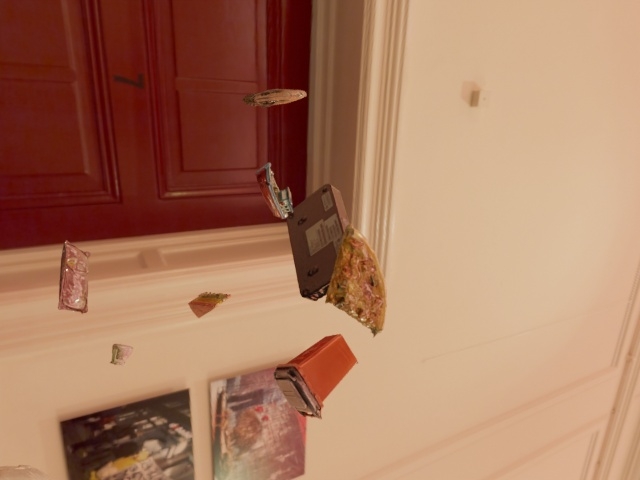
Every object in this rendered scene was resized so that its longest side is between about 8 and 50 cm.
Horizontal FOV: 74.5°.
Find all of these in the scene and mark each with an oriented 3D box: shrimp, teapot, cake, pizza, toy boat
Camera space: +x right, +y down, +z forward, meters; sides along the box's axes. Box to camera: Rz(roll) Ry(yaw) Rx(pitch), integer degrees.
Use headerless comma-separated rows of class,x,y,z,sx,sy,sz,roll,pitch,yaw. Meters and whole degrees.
shrimp,-0.165,-0.461,1.354,0.251,0.143,0.052,0,-73,31
teapot,-0.641,0.365,1.342,0.083,0.064,0.064,90,11,-76
cake,-0.493,0.296,1.907,0.225,0.109,0.090,-6,-71,44
pizza,0.091,0.107,1.018,0.058,0.197,0.292,-8,-83,46
toy boat,-0.113,-0.126,1.069,0.173,0.058,0.069,67,9,-46

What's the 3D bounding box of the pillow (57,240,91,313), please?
pillow,-0.667,0.102,1.139,0.118,0.043,0.185,70,18,-74

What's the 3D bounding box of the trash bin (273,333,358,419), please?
trash bin,-0.003,0.420,1.324,0.184,0.238,0.161,60,-35,-1

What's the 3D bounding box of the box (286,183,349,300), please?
box,0.000,0.000,1.331,0.211,0.058,0.350,-34,-131,24

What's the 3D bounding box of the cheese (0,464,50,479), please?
cheese,-0.687,0.580,0.912,0.154,0.198,0.189,67,11,24
